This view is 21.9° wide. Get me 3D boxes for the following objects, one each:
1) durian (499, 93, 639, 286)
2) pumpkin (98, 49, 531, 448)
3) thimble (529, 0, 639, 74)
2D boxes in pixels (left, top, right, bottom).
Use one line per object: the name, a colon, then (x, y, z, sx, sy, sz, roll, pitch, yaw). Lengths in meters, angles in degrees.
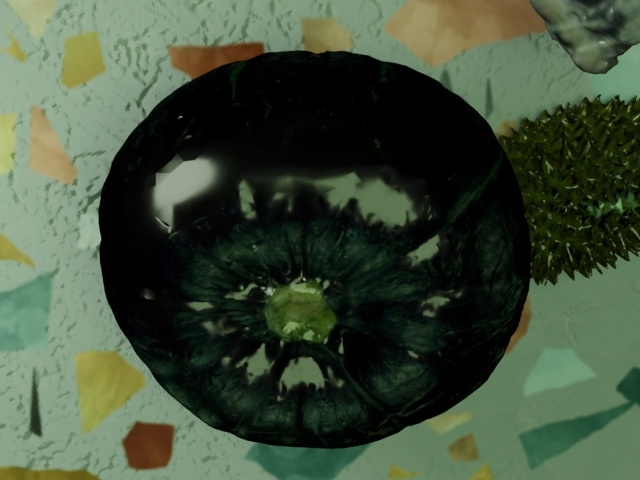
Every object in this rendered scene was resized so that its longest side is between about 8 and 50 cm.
durian: (0.226, -0.043, 1.316, 0.220, 0.095, 0.137, -16, 103, -15)
pumpkin: (0.000, 0.000, 1.210, 0.315, 0.238, 0.315, 1, 110, 4)
thimble: (0.234, -0.249, 1.209, 0.157, 0.217, 0.245, 52, 56, -11)
